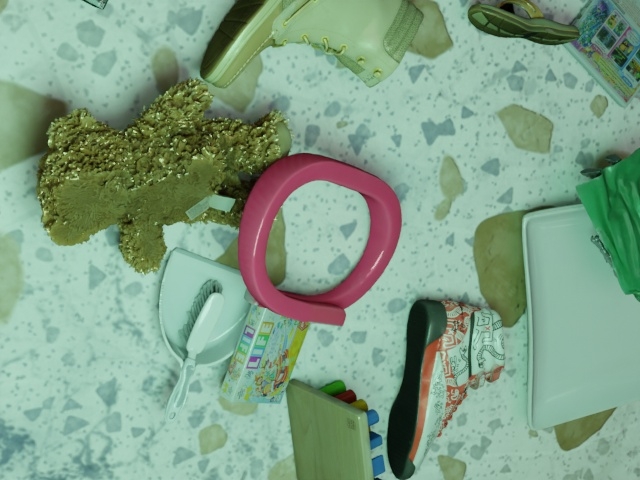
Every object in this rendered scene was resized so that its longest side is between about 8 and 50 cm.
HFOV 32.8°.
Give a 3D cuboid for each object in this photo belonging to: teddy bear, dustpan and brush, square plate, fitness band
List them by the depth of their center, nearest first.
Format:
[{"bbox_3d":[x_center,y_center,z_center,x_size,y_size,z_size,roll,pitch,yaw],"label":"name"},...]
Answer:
[{"bbox_3d":[-0.184,-0.081,1.322,0.338,0.113,0.245,-19,132,-21],"label":"teddy bear"},{"bbox_3d":[0.000,0.000,1.392,0.291,0.054,0.209,16,95,-52],"label":"fitness band"},{"bbox_3d":[-0.163,0.133,1.410,0.147,0.060,0.211,22,95,-27],"label":"dustpan and brush"},{"bbox_3d":[0.453,0.093,1.677,0.344,0.049,0.347,-11,108,-21],"label":"square plate"}]

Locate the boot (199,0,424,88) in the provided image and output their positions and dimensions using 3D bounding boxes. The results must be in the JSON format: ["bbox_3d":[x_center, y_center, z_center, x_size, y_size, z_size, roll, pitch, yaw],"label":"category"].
[{"bbox_3d":[-0.007,-0.250,1.362,0.203,0.095,0.262,42,83,-28],"label":"boot"}]

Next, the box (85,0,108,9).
[{"bbox_3d":[-0.263,-0.318,1.251,0.062,0.052,0.083,25,94,-28],"label":"box"}]

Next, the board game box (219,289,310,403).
[{"bbox_3d":[-0.068,0.142,1.451,0.103,0.026,0.154,12,100,-52],"label":"board game box"}]

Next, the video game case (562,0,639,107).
[{"bbox_3d":[0.439,-0.297,1.583,0.157,0.019,0.143,38,87,-28],"label":"video game case"}]

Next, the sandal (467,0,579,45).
[{"bbox_3d":[0.277,-0.305,1.485,0.180,0.072,0.049,5,86,-26],"label":"sandal"}]

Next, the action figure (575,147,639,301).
[{"bbox_3d":[0.446,-0.007,1.584,0.137,0.063,0.232,-27,108,-17],"label":"action figure"}]

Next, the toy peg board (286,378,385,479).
[{"bbox_3d":[0.038,0.275,1.491,0.079,0.160,0.161,-20,112,-35],"label":"toy peg board"}]

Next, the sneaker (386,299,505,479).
[{"bbox_3d":[0.188,0.220,1.571,0.145,0.090,0.270,5,99,-22],"label":"sneaker"}]
